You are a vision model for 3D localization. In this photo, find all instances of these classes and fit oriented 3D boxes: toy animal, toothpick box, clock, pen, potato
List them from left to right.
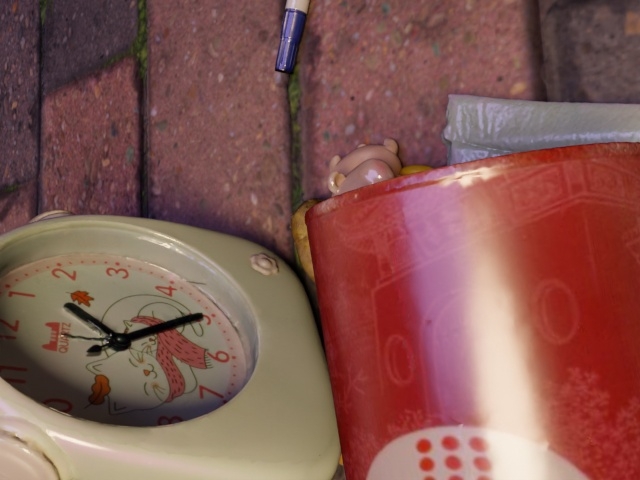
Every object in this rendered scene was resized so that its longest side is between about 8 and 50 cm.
[{"bbox_3d":[-0.156,0.089,0.520,0.265,0.324,0.108,-106,35,-50],"label":"clock"},{"bbox_3d":[-0.016,-0.265,0.663,0.025,0.025,0.204,16,96,39],"label":"pen"},{"bbox_3d":[0.000,0.000,0.612,0.051,0.040,0.083,-36,62,45],"label":"potato"},{"bbox_3d":[0.045,-0.040,0.552,0.091,0.082,0.114,-32,65,31],"label":"toy animal"},{"bbox_3d":[0.113,0.132,0.379,0.204,0.204,0.333,-13,84,38],"label":"toothpick box"}]

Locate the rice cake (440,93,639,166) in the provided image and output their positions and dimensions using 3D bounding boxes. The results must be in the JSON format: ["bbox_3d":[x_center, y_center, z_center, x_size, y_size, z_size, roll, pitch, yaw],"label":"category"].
[{"bbox_3d":[0.182,-0.057,0.468,0.222,0.042,0.080,13,98,39],"label":"rice cake"}]

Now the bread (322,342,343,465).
[{"bbox_3d":[0.017,0.133,0.579,0.062,0.049,0.103,19,96,39],"label":"bread"}]
